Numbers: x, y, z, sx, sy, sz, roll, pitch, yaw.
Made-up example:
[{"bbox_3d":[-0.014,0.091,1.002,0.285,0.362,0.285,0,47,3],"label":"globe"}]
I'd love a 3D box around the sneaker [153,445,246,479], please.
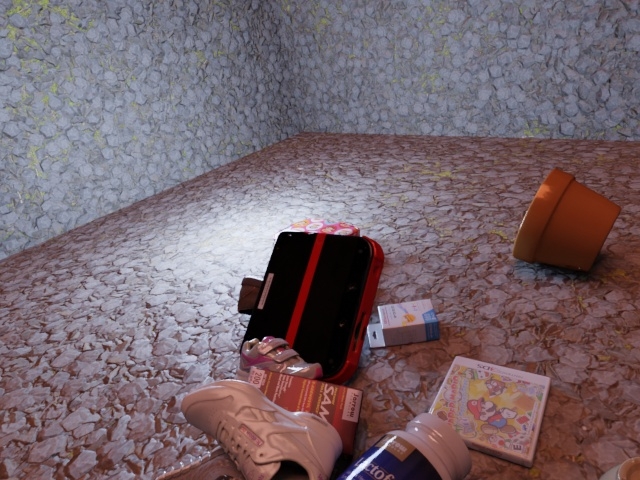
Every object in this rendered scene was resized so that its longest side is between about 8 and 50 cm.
[{"bbox_3d":[-0.225,0.465,0.830,0.229,0.086,0.132,-32,27,2],"label":"sneaker"}]

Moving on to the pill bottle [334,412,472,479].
[{"bbox_3d":[0.121,0.415,0.763,0.265,0.153,0.153,-28,31,-32],"label":"pill bottle"}]

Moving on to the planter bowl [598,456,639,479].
[{"bbox_3d":[0.497,0.400,0.696,0.162,0.109,0.162,-9,25,4],"label":"planter bowl"}]

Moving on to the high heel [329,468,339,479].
[{"bbox_3d":[-0.100,0.465,0.807,0.187,0.093,0.261,7,16,23],"label":"high heel"}]

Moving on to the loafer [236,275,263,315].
[{"bbox_3d":[-0.094,0.209,1.341,0.366,0.134,0.130,11,70,35],"label":"loafer"}]

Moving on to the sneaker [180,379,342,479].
[{"bbox_3d":[-0.118,0.344,0.811,0.306,0.114,0.152,16,25,11],"label":"sneaker"}]

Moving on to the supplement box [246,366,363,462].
[{"bbox_3d":[-0.041,0.350,0.941,0.240,0.073,0.130,9,56,8],"label":"supplement box"}]

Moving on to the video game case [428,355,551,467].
[{"bbox_3d":[0.351,0.342,0.968,0.207,0.026,0.227,7,31,33],"label":"video game case"}]

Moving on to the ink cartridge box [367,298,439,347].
[{"bbox_3d":[0.213,0.220,1.230,0.182,0.061,0.104,-9,25,4],"label":"ink cartridge box"}]

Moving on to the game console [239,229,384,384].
[{"bbox_3d":[-0.025,0.158,1.218,0.342,0.060,0.386,4,68,36],"label":"game console"}]

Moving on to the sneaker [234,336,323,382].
[{"bbox_3d":[-0.107,0.286,1.096,0.253,0.111,0.103,-5,-5,33],"label":"sneaker"}]

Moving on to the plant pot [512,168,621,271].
[{"bbox_3d":[0.721,-0.040,1.348,0.204,0.290,0.291,28,43,30],"label":"plant pot"}]

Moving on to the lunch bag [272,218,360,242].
[{"bbox_3d":[0.000,0.000,1.697,0.293,0.120,0.258,15,35,43],"label":"lunch bag"}]
